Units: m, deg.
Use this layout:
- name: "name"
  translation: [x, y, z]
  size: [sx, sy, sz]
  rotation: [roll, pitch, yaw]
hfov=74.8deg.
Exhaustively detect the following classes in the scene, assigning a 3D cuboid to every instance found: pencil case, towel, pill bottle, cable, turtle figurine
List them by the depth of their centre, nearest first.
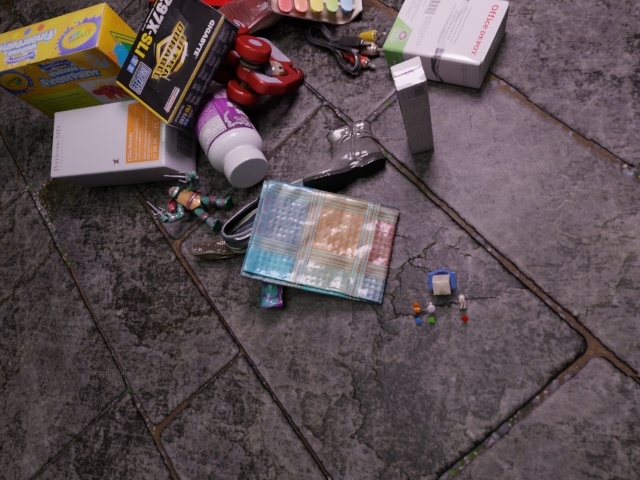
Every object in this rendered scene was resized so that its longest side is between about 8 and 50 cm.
- name: "towel"
  translation: [0.000, 0.000, 1.082]
  size: [0.371, 0.040, 0.271]
  rotation: [12, 79, 4]
- name: "pencil case"
  translation: [-0.124, 0.111, 1.135]
  size: [0.070, 0.064, 0.151]
  rotation: [-8, 71, 34]
- name: "pill bottle"
  translation: [-0.275, -0.307, 1.257]
  size: [0.169, 0.169, 0.301]
  rotation: [-35, 67, 6]
- name: "turtle figurine"
  translation: [-0.394, -0.122, 1.272]
  size: [0.234, 0.118, 0.175]
  rotation: [23, 97, 8]
- name: "cable"
  translation: [0.065, -0.597, 1.306]
  size: [0.287, 0.072, 0.139]
  rotation: [28, 101, 36]

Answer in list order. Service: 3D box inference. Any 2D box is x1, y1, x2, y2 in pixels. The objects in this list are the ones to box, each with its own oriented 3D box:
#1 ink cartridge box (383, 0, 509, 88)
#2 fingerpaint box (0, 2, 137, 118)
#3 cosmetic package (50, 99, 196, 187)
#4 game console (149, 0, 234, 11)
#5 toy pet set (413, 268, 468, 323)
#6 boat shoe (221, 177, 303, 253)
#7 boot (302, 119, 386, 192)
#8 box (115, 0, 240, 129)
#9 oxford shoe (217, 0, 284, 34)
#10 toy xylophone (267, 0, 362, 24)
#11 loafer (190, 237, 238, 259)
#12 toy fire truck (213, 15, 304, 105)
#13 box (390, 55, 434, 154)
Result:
- name: "ink cartridge box"
  translation: [0.341, -0.552, 1.147]
  size: [0.273, 0.115, 0.198]
  rotation: [23, 83, 24]
- name: "fingerpaint box"
  translation: [-0.753, -0.535, 1.382]
  size: [0.445, 0.371, 0.163]
  rotation: [-4, 73, 19]
- name: "cosmetic package"
  translation: [-0.641, -0.313, 1.370]
  size: [0.454, 0.161, 0.229]
  rotation: [-2, 84, 19]
- name: "game console"
  translation: [-0.458, -0.860, 1.485]
  size: [0.387, 0.060, 0.341]
  rotation: [18, 111, 24]
- name: "toy pet set"
  translation: [0.285, 0.132, 1.003]
  size: [0.122, 0.065, 0.114]
  rotation: [-6, 107, 20]
- name: "boat shoe"
  translation: [-0.135, -0.083, 1.169]
  size: [0.320, 0.099, 0.116]
  rotation: [-35, 63, -2]
- name: "boot"
  translation: [0.048, -0.236, 1.170]
  size: [0.247, 0.083, 0.161]
  rotation: [-21, 64, -4]
- name: "box"
  translation: [-0.405, -0.514, 1.165]
  size: [0.257, 0.079, 0.322]
  rotation: [40, 105, 22]
- name: "oxford shoe"
  translation: [-0.227, -0.729, 1.393]
  size: [0.348, 0.130, 0.122]
  rotation: [-28, 82, 4]
- name: "toy xylophone"
  translation: [-0.034, -0.783, 1.290]
  size: [0.323, 0.081, 0.236]
  rotation: [-9, 80, -21]
- name: "loafer"
  translation: [-0.303, 0.027, 1.233]
  size: [0.148, 0.050, 0.056]
  rotation: [-1, 64, 3]
- name: "toy fire truck"
  translation: [-0.184, -0.540, 1.271]
  size: [0.302, 0.254, 0.169]
  rotation: [48, 135, 26]
- name: "box"
  translation: [0.226, -0.304, 0.997]
  size: [0.067, 0.324, 0.063]
  rotation: [-15, 73, 15]
